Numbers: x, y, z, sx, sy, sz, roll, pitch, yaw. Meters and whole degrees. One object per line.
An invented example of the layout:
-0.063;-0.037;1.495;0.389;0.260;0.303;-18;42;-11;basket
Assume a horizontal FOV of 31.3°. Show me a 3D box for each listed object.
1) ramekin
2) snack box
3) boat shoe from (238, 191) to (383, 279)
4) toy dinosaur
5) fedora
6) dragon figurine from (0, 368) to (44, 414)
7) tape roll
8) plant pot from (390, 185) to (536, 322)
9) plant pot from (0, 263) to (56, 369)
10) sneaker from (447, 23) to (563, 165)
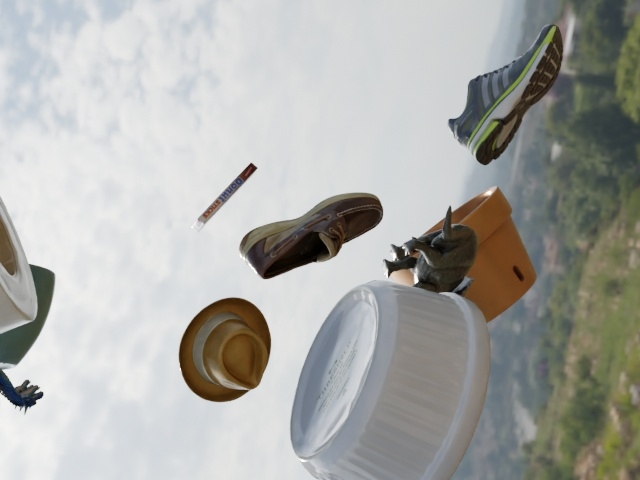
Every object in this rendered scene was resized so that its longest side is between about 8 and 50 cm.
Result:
0.068;0.170;1.298;0.273;0.127;0.273;-55;22;34;ramekin
-0.201;-0.090;2.396;0.178;0.022;0.064;-49;2;-26;snack box
0.000;0.000;2.454;0.123;0.342;0.123;49;148;43;boat shoe
0.202;0.031;1.918;0.121;0.160;0.313;-119;25;-44;toy dinosaur
-0.145;0.194;1.927;0.079;0.194;0.194;25;110;51;fedora
-0.653;0.290;2.134;0.289;0.085;0.144;-22;-86;-46;dragon figurine
-0.515;0.003;1.658;0.286;0.100;0.286;158;90;-88;tape roll
0.309;0.053;2.358;0.291;0.203;0.291;-38;3;2;plant pot
-0.701;0.167;2.385;0.290;0.290;0.195;72;-166;-76;plant pot
0.352;-0.296;2.183;0.300;0.121;0.111;-53;-29;-1;sneaker
